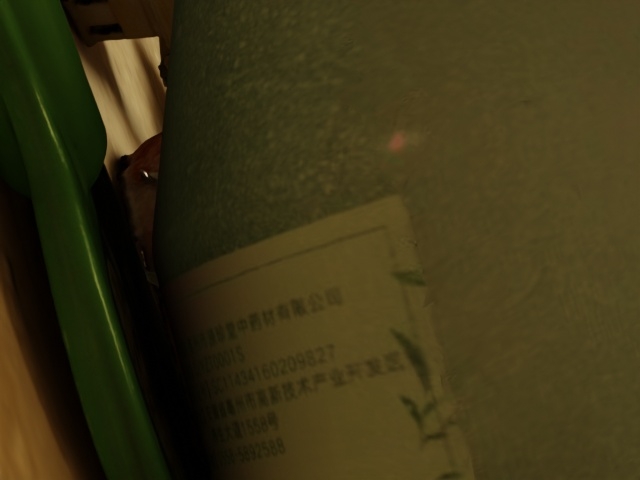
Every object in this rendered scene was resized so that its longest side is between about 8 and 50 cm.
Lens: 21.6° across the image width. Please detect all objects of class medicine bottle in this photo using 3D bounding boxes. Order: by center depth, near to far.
[{"bbox_3d":[0.064,-0.021,0.552,0.245,0.245,0.290,42,34,-84],"label":"medicine bottle"}]

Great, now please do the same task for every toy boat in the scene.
[{"bbox_3d":[-0.076,-0.117,0.720,0.200,0.077,0.057,72,13,-74],"label":"toy boat"}]

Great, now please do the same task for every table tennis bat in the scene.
[{"bbox_3d":[-0.073,-0.008,0.503,0.160,0.039,0.257,-109,-179,-57],"label":"table tennis bat"}]

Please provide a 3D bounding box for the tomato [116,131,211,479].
[{"bbox_3d":[0.014,0.037,0.732,0.181,0.155,0.214,77,-7,-80],"label":"tomato"}]
